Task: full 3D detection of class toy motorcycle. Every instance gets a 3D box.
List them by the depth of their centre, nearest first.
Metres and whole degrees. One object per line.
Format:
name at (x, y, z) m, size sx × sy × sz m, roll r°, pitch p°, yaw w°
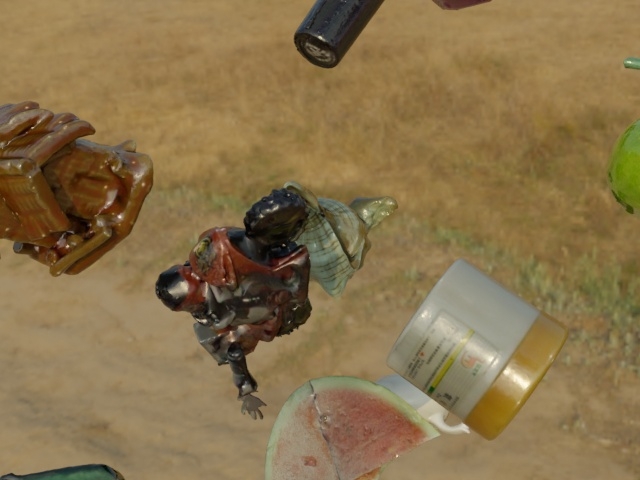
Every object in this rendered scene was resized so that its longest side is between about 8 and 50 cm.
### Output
toy motorcycle at (-0.105, 0.098, 1.309) m, size 0.207 × 0.401 × 0.134 m, roll -21°, pitch 55°, yaw -15°

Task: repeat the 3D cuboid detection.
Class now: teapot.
teapot at (0.193, 0.378, 2.157) m, size 0.298 × 0.204 × 0.139 m, roll -17°, pitch 52°, yaw 26°

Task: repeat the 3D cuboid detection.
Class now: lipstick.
lipstick at (0.065, -0.368, 1.357) m, size 0.081 × 0.081 × 0.300 m, roll 18°, pitch 66°, yaw 37°

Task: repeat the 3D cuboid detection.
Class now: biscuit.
biscuit at (-0.002, 0.012, 2.059) m, size 0.335 × 0.078 × 0.329 m, roll -44°, pitch 10°, yaw -37°

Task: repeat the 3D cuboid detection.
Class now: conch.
conch at (-0.010, 0.009, 1.766) m, size 0.203 × 0.169 × 0.386 m, roll 54°, pitch 15°, yaw 23°

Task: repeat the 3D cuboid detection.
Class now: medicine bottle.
medicine bottle at (0.268, 0.186, 1.685) m, size 0.232 × 0.238 × 0.238 m, roll 34°, pitch 38°, yaw 11°

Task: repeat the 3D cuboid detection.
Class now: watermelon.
watermelon at (0.045, 0.351, 1.664) m, size 0.260 × 0.256 × 0.176 m, roll -13°, pitch 29°, yaw -31°

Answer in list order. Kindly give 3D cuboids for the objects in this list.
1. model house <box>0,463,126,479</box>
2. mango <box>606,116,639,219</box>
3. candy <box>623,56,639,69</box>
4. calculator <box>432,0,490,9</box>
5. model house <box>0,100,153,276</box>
model house at (-0.327, 0.462, 1.217) m, size 0.298 × 0.284 × 0.243 m, roll -16°, pitch 44°, yaw 13°
mango at (0.390, -0.080, 0.971) m, size 0.293 × 0.143 × 0.175 m, roll -7°, pitch -21°, yaw -42°
candy at (0.619, -0.210, 1.314) m, size 0.440 × 0.119 × 0.119 m, roll 18°, pitch 33°, yaw 40°
calculator at (0.182, -0.401, 1.500) m, size 0.034 × 0.126 × 0.190 m, roll -54°, pitch 20°, yaw -2°
model house at (-0.358, -0.059, 1.161) m, size 0.229 × 0.220 × 0.199 m, roll 11°, pitch 9°, yaw -45°
